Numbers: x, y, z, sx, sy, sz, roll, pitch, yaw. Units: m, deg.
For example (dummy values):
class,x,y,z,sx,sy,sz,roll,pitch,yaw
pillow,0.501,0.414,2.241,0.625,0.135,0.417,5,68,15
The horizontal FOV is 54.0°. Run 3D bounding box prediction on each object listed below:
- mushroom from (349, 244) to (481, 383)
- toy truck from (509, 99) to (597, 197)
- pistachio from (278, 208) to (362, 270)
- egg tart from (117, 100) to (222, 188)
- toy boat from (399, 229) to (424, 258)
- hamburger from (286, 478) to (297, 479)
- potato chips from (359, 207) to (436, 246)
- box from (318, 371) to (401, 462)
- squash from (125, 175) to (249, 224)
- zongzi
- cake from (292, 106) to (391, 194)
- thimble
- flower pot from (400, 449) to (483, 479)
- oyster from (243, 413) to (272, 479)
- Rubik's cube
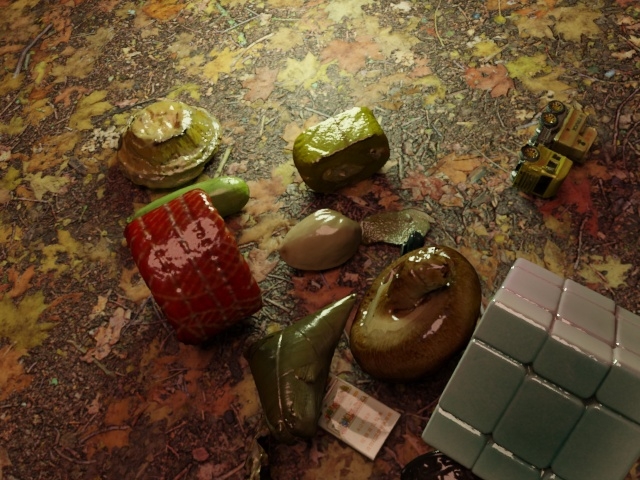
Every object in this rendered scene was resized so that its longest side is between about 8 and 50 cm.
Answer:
class,x,y,z,sx,sy,sz,roll,pitch,yaw
mushroom,0.209,0.165,1.394,0.345,0.345,0.239,-33,87,-10
toy truck,0.621,-0.237,1.655,0.157,0.124,0.272,28,63,15
pistachio,0.000,0.000,1.626,0.223,0.126,0.152,-16,92,2
egg tart,-0.475,-0.318,1.919,0.351,0.150,0.352,-4,55,5
toy boat,0.230,0.018,1.555,0.060,0.141,0.055,7,59,7
hamburger,-0.039,0.608,1.190,0.132,0.211,0.309,-6,58,13
potato chips,0.202,-0.030,1.664,0.209,0.026,0.142,-25,53,-7
box,0.058,0.388,1.415,0.220,0.032,0.122,25,64,26
squash,-0.377,-0.091,1.766,0.370,0.118,0.118,-16,56,2
zongzi,-0.004,0.273,1.381,0.300,0.145,0.274,-32,40,3
cake,0.057,-0.240,1.737,0.260,0.179,0.156,-24,55,-1
thimble,-0.306,0.066,1.525,0.230,0.350,0.350,-28,56,-9
flower pot,0.261,0.544,1.150,0.266,0.267,0.267,-11,46,4
oyster,-0.128,0.504,1.306,0.094,0.166,0.294,9,57,3
Rubik's cube,0.420,0.265,1.163,0.315,0.322,0.319,27,22,17
